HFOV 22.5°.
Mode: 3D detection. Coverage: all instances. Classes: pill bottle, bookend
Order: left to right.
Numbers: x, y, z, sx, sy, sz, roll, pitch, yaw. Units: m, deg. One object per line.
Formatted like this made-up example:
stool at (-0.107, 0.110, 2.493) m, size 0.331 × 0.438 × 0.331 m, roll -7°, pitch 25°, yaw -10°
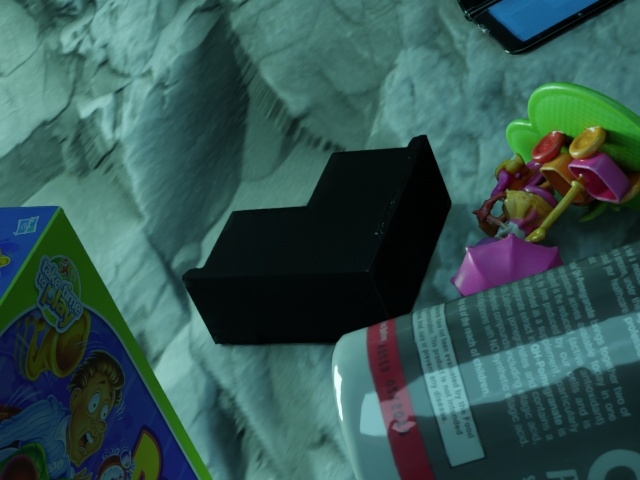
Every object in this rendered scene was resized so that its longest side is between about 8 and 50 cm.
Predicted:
bookend at (0.000, 0.000, 1.228) m, size 0.157 × 0.072 × 0.156 m, roll -3°, pitch 40°, yaw 26°
pill bottle at (0.180, 0.092, 0.933) m, size 0.319 × 0.176 × 0.176 m, roll -18°, pitch 37°, yaw 8°

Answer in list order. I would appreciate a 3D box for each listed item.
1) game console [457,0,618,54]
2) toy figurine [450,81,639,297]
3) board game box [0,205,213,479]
game console at (0.192, -0.248, 1.424) m, size 0.144 × 0.124 × 0.085 m, roll -29°, pitch 11°, yaw -8°
toy figurine at (0.148, -0.011, 1.149) m, size 0.159 × 0.130 × 0.173 m, roll -50°, pitch 22°, yaw -18°
board game box at (-0.146, 0.186, 0.850) m, size 0.078 × 0.347 × 0.233 m, roll -1°, pitch 43°, yaw 26°
